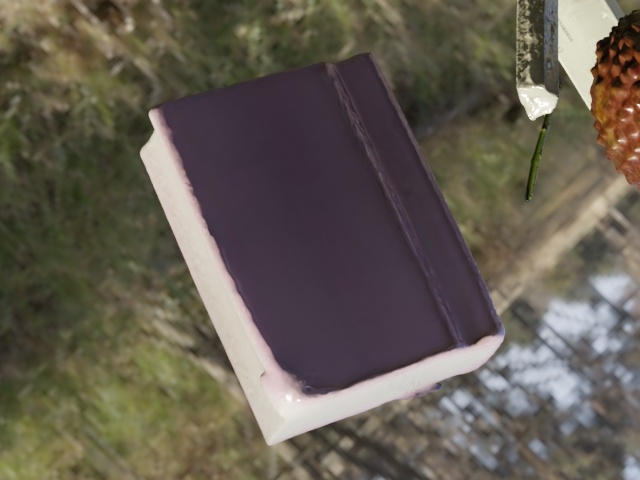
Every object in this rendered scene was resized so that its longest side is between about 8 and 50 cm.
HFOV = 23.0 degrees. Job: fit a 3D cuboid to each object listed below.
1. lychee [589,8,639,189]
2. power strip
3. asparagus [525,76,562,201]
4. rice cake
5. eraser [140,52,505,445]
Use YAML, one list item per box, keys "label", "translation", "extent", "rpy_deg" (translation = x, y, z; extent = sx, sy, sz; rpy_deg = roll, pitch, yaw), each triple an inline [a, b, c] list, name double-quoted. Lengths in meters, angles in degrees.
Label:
- label: "lychee"
  translation: [0.452, -0.162, 1.860]
  extent: [0.276, 0.276, 0.304]
  rpy_deg: [-46, -163, 6]
- label: "power strip"
  translation: [0.394, -0.234, 2.139]
  extent: [0.106, 0.367, 0.043]
  rpy_deg: [-36, 168, 34]
- label: "asparagus"
  translation: [0.273, -0.125, 1.936]
  extent: [0.013, 0.016, 0.166]
  rpy_deg: [120, -15, -79]
- label: "rice cake"
  translation: [0.267, -0.270, 1.935]
  extent: [0.057, 0.052, 0.256]
  rpy_deg: [77, 15, -61]
- label: "eraser"
  translation: [0.000, 0.000, 1.653]
  extent: [0.272, 0.359, 0.122]
  rpy_deg: [-16, 159, -23]
